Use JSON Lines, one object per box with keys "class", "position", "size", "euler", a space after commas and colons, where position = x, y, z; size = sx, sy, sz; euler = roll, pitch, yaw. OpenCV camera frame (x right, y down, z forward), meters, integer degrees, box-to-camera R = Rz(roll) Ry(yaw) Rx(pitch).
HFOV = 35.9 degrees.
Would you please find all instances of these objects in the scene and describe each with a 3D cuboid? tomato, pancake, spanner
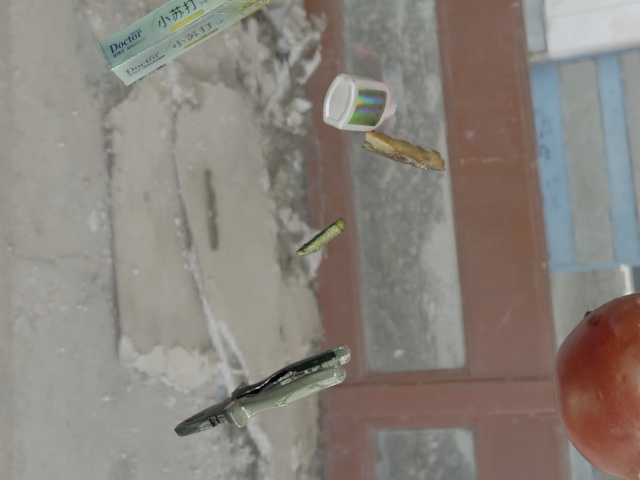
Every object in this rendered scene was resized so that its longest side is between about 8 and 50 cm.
{"class": "tomato", "position": [0.537, 0.244, 1.604], "size": [0.321, 0.322, 0.321], "euler": [-7, 90, -69]}
{"class": "pancake", "position": [0.203, -0.212, 2.362], "size": [0.257, 0.212, 0.056], "euler": [-38, 145, -83]}
{"class": "spanner", "position": [-0.097, 0.249, 1.577], "size": [0.040, 0.325, 0.095], "euler": [59, 20, -15]}

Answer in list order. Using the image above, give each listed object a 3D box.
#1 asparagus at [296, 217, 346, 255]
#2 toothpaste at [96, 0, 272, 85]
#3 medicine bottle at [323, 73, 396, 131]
{"class": "asparagus", "position": [-0.001, -0.001, 1.695], "size": [0.025, 0.108, 0.021], "euler": [48, 18, -17]}
{"class": "toothpaste", "position": [-0.228, -0.380, 1.702], "size": [0.071, 0.313, 0.089], "euler": [62, 3, 14]}
{"class": "medicine bottle", "position": [0.093, -0.302, 2.189], "size": [0.219, 0.078, 0.115], "euler": [-7, 117, -59]}
